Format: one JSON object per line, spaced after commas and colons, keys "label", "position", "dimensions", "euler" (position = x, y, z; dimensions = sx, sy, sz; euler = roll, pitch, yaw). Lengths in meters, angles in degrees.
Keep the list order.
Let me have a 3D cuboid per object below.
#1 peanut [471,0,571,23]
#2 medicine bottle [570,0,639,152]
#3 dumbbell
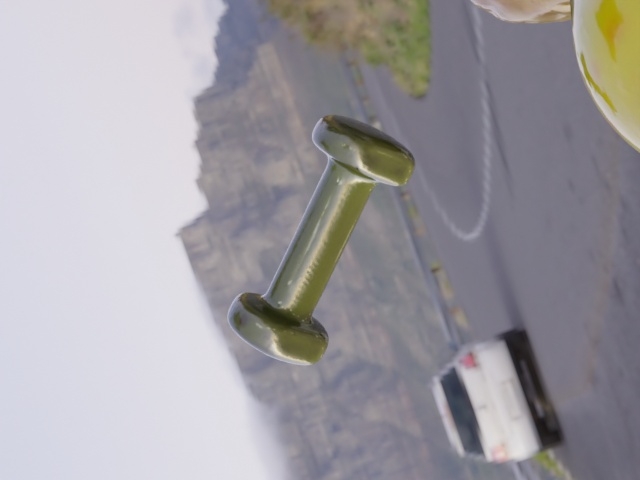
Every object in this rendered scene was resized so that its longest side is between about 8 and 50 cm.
{"label": "peanut", "position": [0.160, -0.166, 0.638], "dimensions": [0.108, 0.226, 0.095], "euler": [-30, -75, -46]}
{"label": "medicine bottle", "position": [0.138, -0.066, 0.406], "dimensions": [0.122, 0.122, 0.212], "euler": [66, -158, -50]}
{"label": "dumbbell", "position": [0.000, 0.000, 0.630], "dimensions": [0.052, 0.118, 0.046], "euler": [18, -168, -39]}
